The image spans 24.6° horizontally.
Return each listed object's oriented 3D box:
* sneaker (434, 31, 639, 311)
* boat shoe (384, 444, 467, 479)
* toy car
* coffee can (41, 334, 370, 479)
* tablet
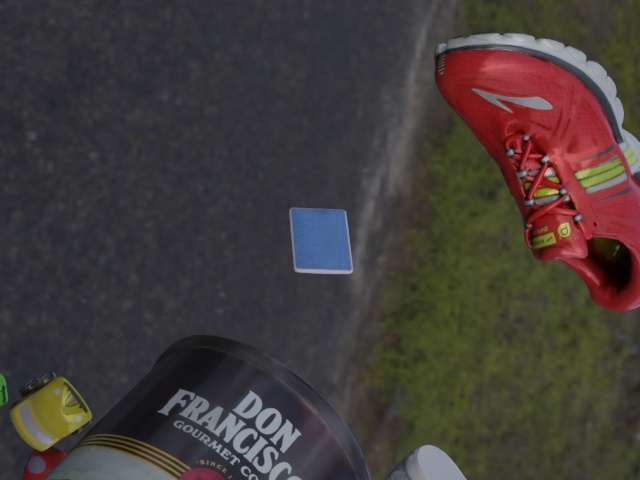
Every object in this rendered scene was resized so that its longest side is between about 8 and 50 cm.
[{"bbox_3d":[0.179,-0.045,1.081,0.279,0.107,0.118,41,54,-33],"label":"sneaker"},{"bbox_3d":[0.116,0.265,1.248,0.184,0.063,0.066,54,34,10],"label":"boat shoe"},{"bbox_3d":[-0.309,0.170,1.425,0.053,0.225,0.239,-40,154,-32],"label":"toy car"},{"bbox_3d":[-0.119,0.229,1.047,0.275,0.201,0.201,-46,141,-38],"label":"coffee can"},{"bbox_3d":[0.000,0.000,1.343,0.083,0.054,0.006,-96,-169,-45],"label":"tablet"}]
